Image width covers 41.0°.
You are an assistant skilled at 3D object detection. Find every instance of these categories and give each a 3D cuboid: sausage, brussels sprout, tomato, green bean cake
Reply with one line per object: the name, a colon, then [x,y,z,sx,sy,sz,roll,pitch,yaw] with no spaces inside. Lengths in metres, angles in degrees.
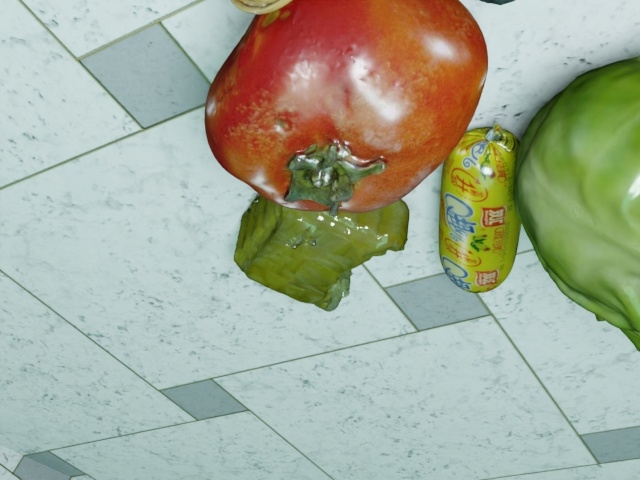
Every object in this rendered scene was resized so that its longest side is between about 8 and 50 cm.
sausage: [0.240,-0.037,1.287,0.123,0.123,0.347,2,139,7]
brussels sprout: [0.423,-0.058,1.065,0.342,0.361,0.425,-43,141,-2]
tomato: [0.029,-0.182,1.009,0.293,0.289,0.325,19,148,-15]
green bean cake: [0.000,0.000,1.372,0.233,0.124,0.236,23,138,-18]

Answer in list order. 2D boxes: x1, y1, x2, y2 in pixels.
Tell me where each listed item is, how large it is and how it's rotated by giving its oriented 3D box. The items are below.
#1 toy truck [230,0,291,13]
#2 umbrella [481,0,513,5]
toy truck: [-0.113,-0.382,0.831,0.204,0.287,0.212,-34,150,33]
umbrella: [0.266,-0.322,0.962,0.349,0.094,0.143,3,136,9]
